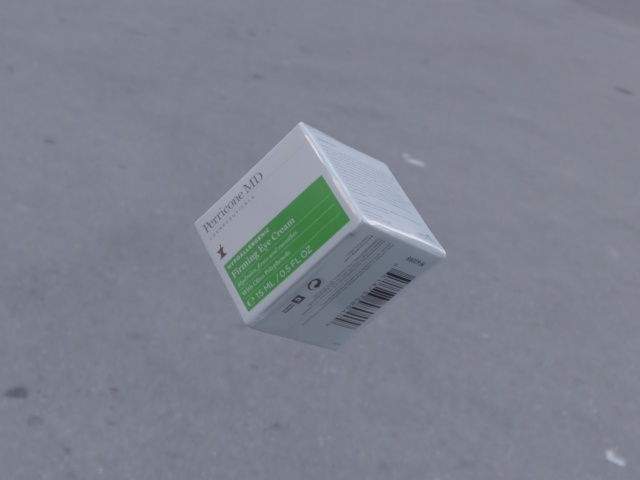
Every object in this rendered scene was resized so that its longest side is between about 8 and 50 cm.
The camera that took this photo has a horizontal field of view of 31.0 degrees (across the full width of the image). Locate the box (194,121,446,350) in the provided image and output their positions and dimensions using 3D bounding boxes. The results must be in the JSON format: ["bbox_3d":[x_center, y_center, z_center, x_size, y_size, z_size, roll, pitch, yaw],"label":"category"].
[{"bbox_3d":[0.000,0.000,0.718,0.102,0.101,0.087,22,31,-52],"label":"box"}]
